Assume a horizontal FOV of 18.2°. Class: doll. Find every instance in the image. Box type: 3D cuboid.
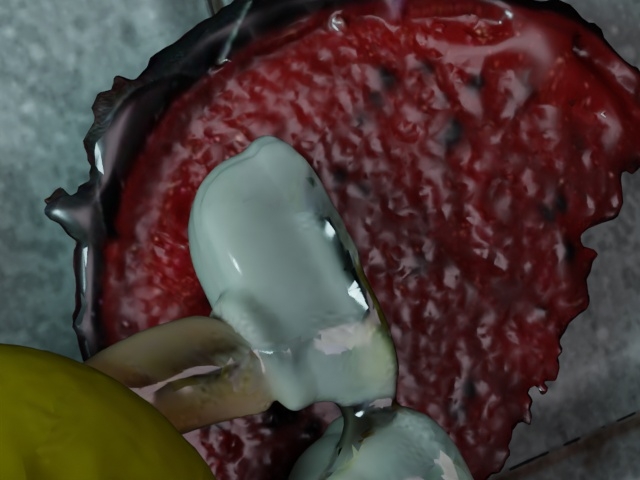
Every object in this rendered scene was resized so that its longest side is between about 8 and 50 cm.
[{"bbox_3d":[-0.114,0.108,0.787,0.423,0.161,0.348,5,60,-29],"label":"doll"}]

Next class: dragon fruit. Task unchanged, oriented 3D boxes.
[{"bbox_3d":[0.000,0.000,0.989,0.282,0.100,0.343,37,72,-22],"label":"dragon fruit"}]
